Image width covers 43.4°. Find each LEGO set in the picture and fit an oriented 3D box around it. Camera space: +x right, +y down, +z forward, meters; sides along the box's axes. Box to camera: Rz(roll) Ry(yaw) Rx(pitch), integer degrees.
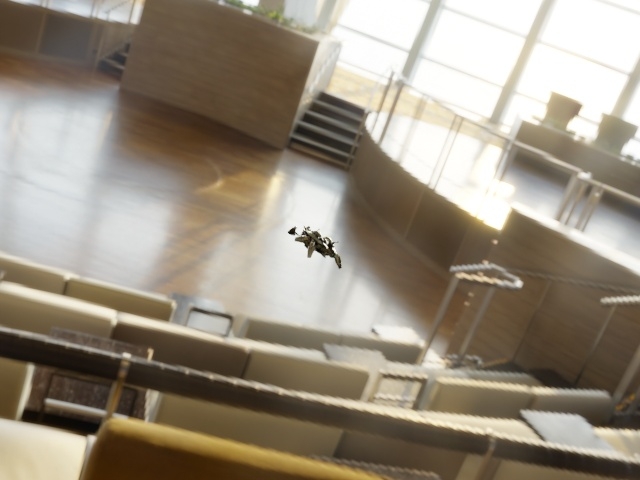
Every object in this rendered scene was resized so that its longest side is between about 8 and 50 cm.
[{"bbox_3d":[-0.002,-0.002,0.702,0.054,0.023,0.083,35,10,-21],"label":"LEGO set"}]
